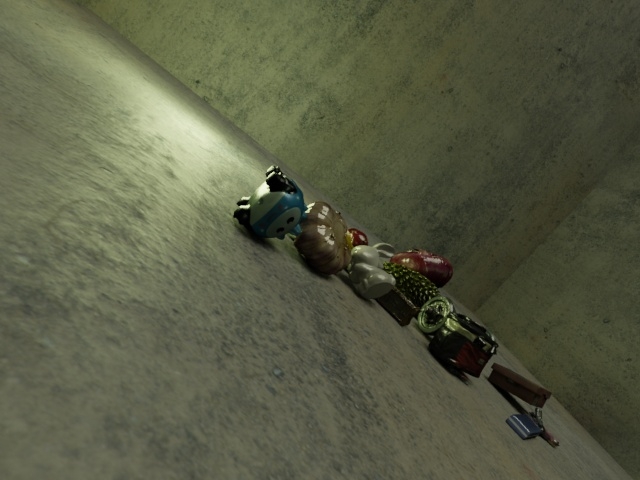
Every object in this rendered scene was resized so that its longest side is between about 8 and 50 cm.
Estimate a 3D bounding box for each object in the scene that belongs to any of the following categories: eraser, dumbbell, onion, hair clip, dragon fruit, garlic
[{"bbox_3d":[0.499,0.482,1.640,0.099,0.019,0.027,41,9,-2],"label":"eraser"},{"bbox_3d":[0.569,0.378,1.908,0.406,0.179,0.179,35,11,-24],"label":"dumbbell"},{"bbox_3d":[0.537,0.194,2.484,0.348,0.285,0.347,6,-15,2],"label":"onion"},{"bbox_3d":[0.734,0.668,1.647,0.225,0.036,0.082,28,15,-51],"label":"eraser"},{"bbox_3d":[0.900,0.759,1.866,0.146,0.056,0.187,40,18,-6],"label":"hair clip"},{"bbox_3d":[0.177,0.033,2.181,0.125,0.125,0.246,40,16,-41],"label":"dragon fruit"},{"bbox_3d":[0.000,0.000,1.501,0.245,0.161,0.244,43,35,-41],"label":"garlic"}]

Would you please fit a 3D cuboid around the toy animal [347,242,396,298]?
[{"bbox_3d":[0.190,0.107,1.654,0.179,0.127,0.193,5,50,-19],"label":"toy animal"}]

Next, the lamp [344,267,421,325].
[{"bbox_3d":[0.236,0.186,1.766,0.325,0.089,0.090,44,10,21],"label":"lamp"}]

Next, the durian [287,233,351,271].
[{"bbox_3d":[-0.006,0.020,1.646,0.252,0.144,0.139,47,47,0],"label":"durian"}]

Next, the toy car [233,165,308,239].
[{"bbox_3d":[-0.128,-0.092,1.347,0.190,0.188,0.255,44,6,-16],"label":"toy car"}]

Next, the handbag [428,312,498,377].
[{"bbox_3d":[0.539,0.385,1.692,0.254,0.181,0.181,32,1,-37],"label":"handbag"}]

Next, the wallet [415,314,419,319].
[{"bbox_3d":[0.443,0.331,2.085,0.095,0.026,0.176,33,11,-24],"label":"wallet"}]

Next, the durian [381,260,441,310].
[{"bbox_3d":[0.384,0.198,2.045,0.356,0.157,0.169,32,6,-4],"label":"durian"}]

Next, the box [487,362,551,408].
[{"bbox_3d":[0.869,0.637,2.009,0.215,0.086,0.215,26,-3,44],"label":"box"}]

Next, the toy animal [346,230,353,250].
[{"bbox_3d":[0.033,-0.020,1.807,0.230,0.156,0.156,47,7,-22],"label":"toy animal"}]
